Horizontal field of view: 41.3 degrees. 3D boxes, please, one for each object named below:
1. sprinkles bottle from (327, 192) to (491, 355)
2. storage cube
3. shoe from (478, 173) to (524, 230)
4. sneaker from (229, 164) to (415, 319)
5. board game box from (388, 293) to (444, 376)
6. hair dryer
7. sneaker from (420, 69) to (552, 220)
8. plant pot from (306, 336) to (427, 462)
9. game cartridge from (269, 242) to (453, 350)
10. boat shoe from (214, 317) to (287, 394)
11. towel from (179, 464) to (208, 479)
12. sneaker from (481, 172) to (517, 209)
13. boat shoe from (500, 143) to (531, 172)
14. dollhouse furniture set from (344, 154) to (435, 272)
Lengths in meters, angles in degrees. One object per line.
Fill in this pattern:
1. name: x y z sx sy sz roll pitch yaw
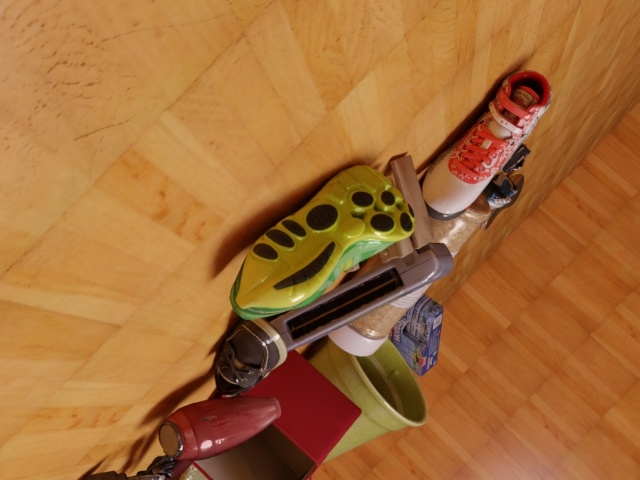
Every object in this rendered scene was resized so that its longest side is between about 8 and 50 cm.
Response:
1. sprinkles bottle: 0.141 0.043 1.454 0.355 0.121 0.121 -54 165 29
2. storage cube: -0.077 0.323 1.430 0.183 0.215 0.193 -54 171 28
3. shoe: 0.433 -0.105 2.082 0.219 0.058 0.076 -41 146 -37
4. sneaker: 0.000 0.000 0.985 0.295 0.109 0.123 -29 174 -44
5. board game box: 0.174 0.174 1.876 0.060 0.194 0.194 -35 143 -30
6. hair dryer: -0.196 0.292 1.225 0.294 0.080 0.223 -23 166 -7
7. sneaker: 0.253 -0.154 1.294 0.270 0.090 0.145 -43 166 -27
8. plant pot: 0.038 0.327 1.758 0.254 0.276 0.276 -38 170 17
9. game cartridge: 0.058 0.088 1.280 0.294 0.060 0.196 -28 176 15
10. boat shoe: -0.103 0.166 1.160 0.073 0.080 0.223 -44 172 -25
11. towel: -0.240 0.487 1.635 0.110 0.027 0.148 -64 149 -22
12. sneaker: 0.391 -0.095 1.942 0.083 0.071 0.191 -46 168 27
13. boat shoe: 0.437 -0.178 1.894 0.046 0.038 0.125 -41 166 -20
14. dollhouse furniture set: 0.046 -0.030 1.153 0.151 0.123 0.144 -13 -175 31
